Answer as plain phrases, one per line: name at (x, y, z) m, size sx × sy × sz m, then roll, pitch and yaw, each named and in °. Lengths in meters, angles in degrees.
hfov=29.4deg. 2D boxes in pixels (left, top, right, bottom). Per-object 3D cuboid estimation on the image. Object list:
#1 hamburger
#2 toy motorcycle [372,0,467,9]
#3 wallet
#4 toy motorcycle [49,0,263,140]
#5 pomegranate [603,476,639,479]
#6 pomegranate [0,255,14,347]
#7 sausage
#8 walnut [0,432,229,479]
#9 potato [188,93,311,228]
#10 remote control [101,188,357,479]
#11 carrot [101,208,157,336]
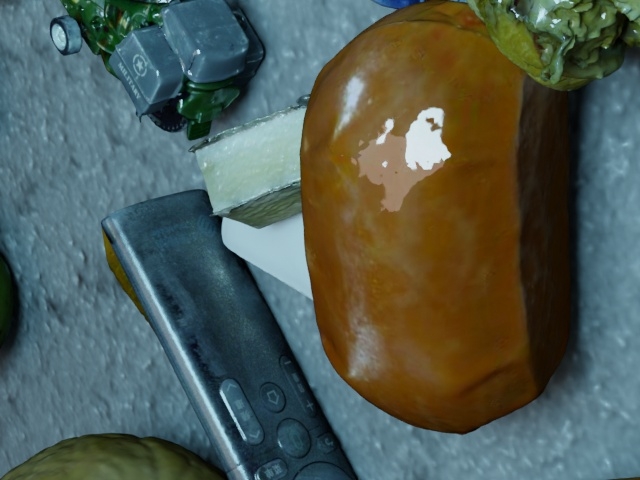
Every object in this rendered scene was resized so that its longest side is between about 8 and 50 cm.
hamburger at (0.124, -0.186, 0.618) m, size 0.122 × 0.189 × 0.215 m, roll -31°, pitch 82°, yaw 33°
toy motorcycle at (0.052, -0.220, 0.752) m, size 0.114 × 0.076 × 0.205 m, roll -15°, pitch 91°, yaw 51°
wallet at (0.000, 0.000, 0.889) m, size 0.190 × 0.033 × 0.095 m, roll 32°, pitch 124°, yaw 32°
toy motorcycle at (-0.139, -0.212, 0.897) m, size 0.274 × 0.125 × 0.187 m, roll 58°, pitch 142°, yaw 10°
pomegranate at (0.175, 0.235, 0.690) m, size 0.209 × 0.209 × 0.209 m, roll 14°, pitch 112°, yaw 39°
pomegranate at (-0.393, 0.035, 1.176) m, size 0.187 × 0.187 × 0.225 m, roll -53°, pitch 42°, yaw 38°
sausage at (0.072, -0.012, 0.727) m, size 0.141 × 0.153 × 0.268 m, roll 7°, pitch 117°, yaw 27°
walnut at (-0.177, 0.318, 0.981) m, size 0.333 × 0.333 × 0.332 m, roll 14°, pitch 112°, yaw 39°
potato at (-0.019, -0.055, 0.834) m, size 0.122 × 0.086 × 0.061 m, roll -20°, pitch 76°, yaw 24°
remote control at (-0.041, 0.136, 0.917) m, size 0.044 × 0.107 × 0.377 m, roll -38°, pitch 76°, yaw 45°
carrot at (-0.080, 0.110, 0.972) m, size 0.066 × 0.066 × 0.314 m, roll -42°, pitch 74°, yaw 41°
